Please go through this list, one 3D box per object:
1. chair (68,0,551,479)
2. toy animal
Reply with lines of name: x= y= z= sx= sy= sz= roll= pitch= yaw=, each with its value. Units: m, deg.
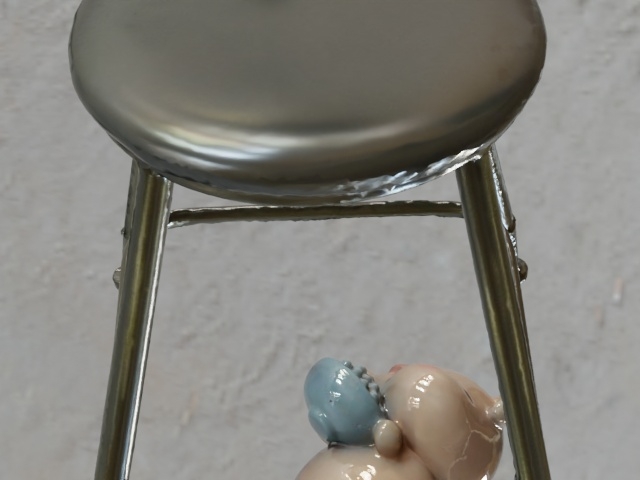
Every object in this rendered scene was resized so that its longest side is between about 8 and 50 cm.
chair: x=0.000 y=0.000 z=1.189 sx=0.364 sy=0.362 sz=0.410 roll=-91 pitch=180 yaw=-47
toy animal: x=0.079 y=0.237 z=1.733 sx=0.230 sy=0.210 sz=0.221 roll=10 pitch=79 yaw=-40
